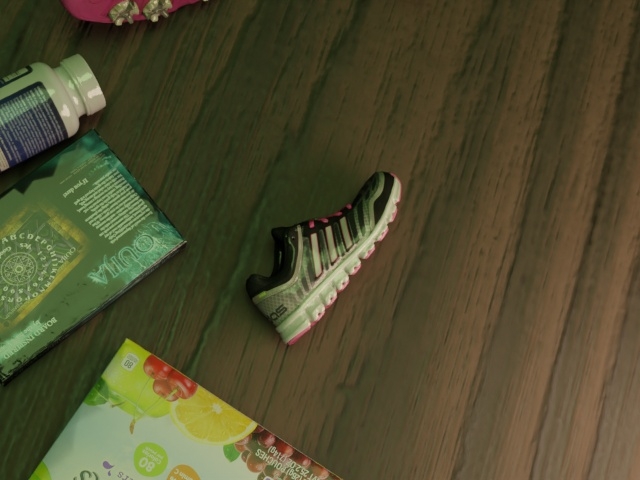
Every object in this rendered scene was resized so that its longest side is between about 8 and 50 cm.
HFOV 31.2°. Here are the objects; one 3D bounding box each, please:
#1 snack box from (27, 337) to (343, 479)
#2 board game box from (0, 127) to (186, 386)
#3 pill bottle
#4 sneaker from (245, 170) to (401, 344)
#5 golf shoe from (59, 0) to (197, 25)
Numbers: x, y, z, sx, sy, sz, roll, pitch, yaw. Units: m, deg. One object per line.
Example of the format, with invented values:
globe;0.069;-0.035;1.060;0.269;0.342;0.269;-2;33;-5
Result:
snack box;-0.112;0.205;0.874;0.207;0.070;0.174;34;73;1
board game box;-0.219;0.012;0.927;0.186;0.026;0.126;-38;85;-16
pill bottle;-0.239;-0.104;0.932;0.120;0.067;0.067;-30;83;-15
sneaker;0.000;0.000;0.947;0.075;0.063;0.170;39;78;-5
golf shoe;-0.109;-0.293;0.991;0.306;0.115;0.140;-32;72;-22
